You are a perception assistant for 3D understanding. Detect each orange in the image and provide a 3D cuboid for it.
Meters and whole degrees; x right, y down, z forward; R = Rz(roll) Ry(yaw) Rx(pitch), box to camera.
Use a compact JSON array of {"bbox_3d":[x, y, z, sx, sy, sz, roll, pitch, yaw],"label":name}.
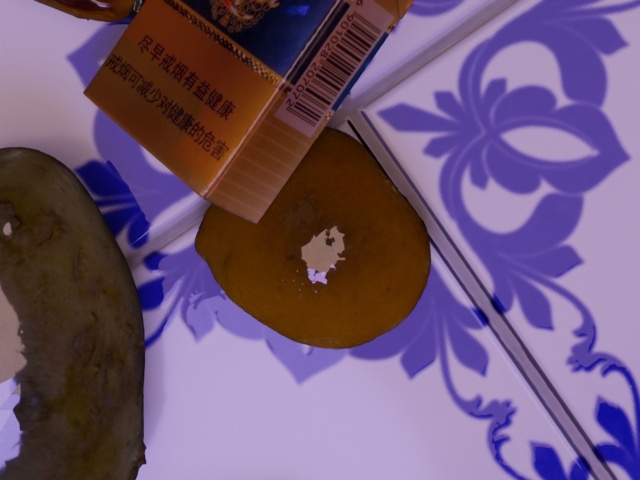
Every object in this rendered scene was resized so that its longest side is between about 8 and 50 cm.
[{"bbox_3d":[0.000,0.000,1.062,0.169,0.112,0.160,-3,97,-11],"label":"orange"}]

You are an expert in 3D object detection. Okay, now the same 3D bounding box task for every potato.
[{"bbox_3d":[-0.222,0.090,1.038,0.210,0.173,0.307,6,100,2],"label":"potato"}]

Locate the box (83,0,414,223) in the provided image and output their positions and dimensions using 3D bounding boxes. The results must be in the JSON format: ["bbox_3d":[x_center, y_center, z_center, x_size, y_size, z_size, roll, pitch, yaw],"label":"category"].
[{"bbox_3d":[-0.037,-0.151,1.019,0.152,0.070,0.237,39,96,37],"label":"box"}]

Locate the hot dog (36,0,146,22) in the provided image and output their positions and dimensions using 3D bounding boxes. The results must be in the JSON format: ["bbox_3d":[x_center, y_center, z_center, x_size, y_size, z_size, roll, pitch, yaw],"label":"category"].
[{"bbox_3d":[-0.204,-0.209,1.057,0.188,0.055,0.072,27,94,-3],"label":"hot dog"}]
